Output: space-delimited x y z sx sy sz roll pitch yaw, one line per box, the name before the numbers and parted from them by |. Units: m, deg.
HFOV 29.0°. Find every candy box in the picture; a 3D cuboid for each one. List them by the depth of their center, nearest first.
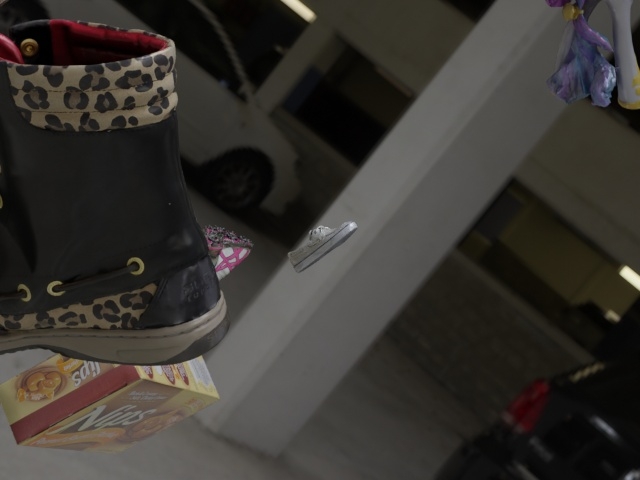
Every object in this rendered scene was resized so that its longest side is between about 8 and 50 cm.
candy box | -0.274 0.206 1.665 0.088 0.182 0.316 63 7 17

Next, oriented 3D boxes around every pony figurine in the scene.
pony figurine | 0.395 -0.360 1.651 0.303 0.350 0.364 -128 -152 -52

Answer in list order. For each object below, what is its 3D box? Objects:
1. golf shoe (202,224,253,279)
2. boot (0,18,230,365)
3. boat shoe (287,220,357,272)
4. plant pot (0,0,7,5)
golf shoe | -0.157 0.025 1.767 0.067 0.086 0.186 24 11 18
boot | -0.271 -0.041 1.074 0.377 0.284 0.138 6 29 16
boat shoe | 0.000 0.000 1.511 0.035 0.100 0.035 57 28 7
plant pot | -0.491 -0.411 1.649 0.167 0.167 0.165 41 -27 17
